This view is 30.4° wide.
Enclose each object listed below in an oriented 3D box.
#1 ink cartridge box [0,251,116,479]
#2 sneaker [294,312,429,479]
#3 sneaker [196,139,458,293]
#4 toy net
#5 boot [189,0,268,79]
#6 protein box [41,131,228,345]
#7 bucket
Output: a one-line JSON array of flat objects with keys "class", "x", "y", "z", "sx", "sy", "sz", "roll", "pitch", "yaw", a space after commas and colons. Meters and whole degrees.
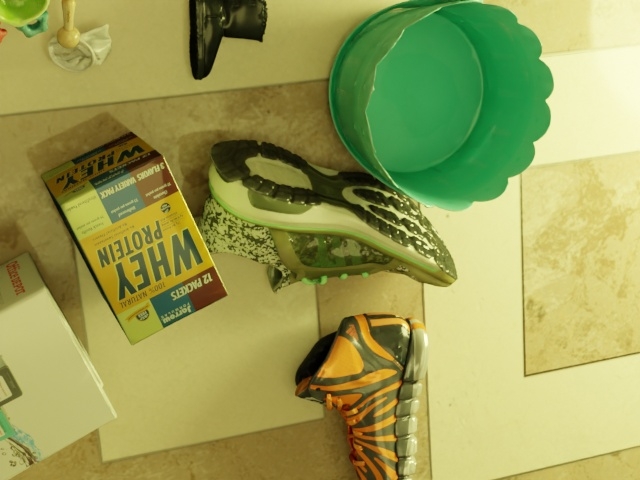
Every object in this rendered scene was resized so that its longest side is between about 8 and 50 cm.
[{"class": "ink cartridge box", "x": -0.428, "y": 0.177, "z": 1.465, "sx": 0.270, "sy": 0.198, "sz": 0.197, "roll": -29, "pitch": 110, "yaw": -12}, {"class": "sneaker", "x": 0.044, "y": 0.260, "z": 1.711, "sx": 0.180, "sy": 0.124, "sz": 0.321, "roll": 6, "pitch": 90, "yaw": -17}, {"class": "sneaker", "x": 0.000, "y": 0.000, "z": 1.635, "sx": 0.410, "sy": 0.158, "sz": 0.182, "roll": 20, "pitch": 124, "yaw": -24}, {"class": "toy net", "x": -0.334, "y": -0.245, "z": 1.417, "sx": 0.122, "sy": 0.045, "sz": 0.232, "roll": -35, "pitch": 151, "yaw": 12}, {"class": "boot", "x": -0.121, "y": -0.272, "z": 1.550, "sx": 0.099, "sy": 0.045, "sz": 0.121, "roll": -4, "pitch": 104, "yaw": -22}, {"class": "protein box", "x": -0.238, "y": -0.008, "z": 1.485, "sx": 0.136, "sy": 0.201, "sz": 0.200, "roll": -28, "pitch": 111, "yaw": -12}, {"class": "bucket", "x": 0.154, "y": -0.191, "z": 1.593, "sx": 0.281, "sy": 0.183, "sz": 0.281, "roll": -5, "pitch": 104, "yaw": -19}]
